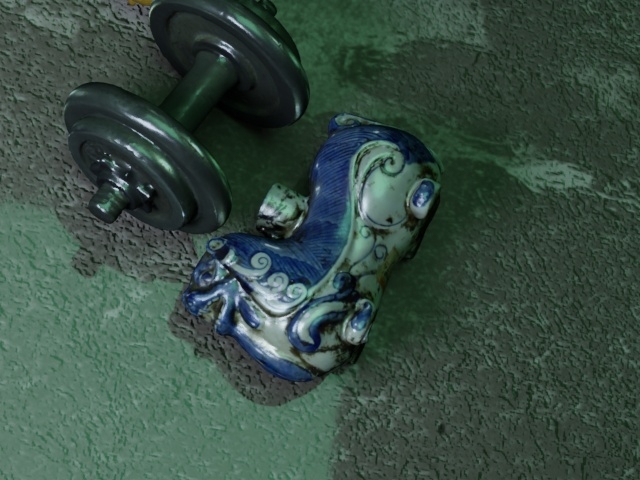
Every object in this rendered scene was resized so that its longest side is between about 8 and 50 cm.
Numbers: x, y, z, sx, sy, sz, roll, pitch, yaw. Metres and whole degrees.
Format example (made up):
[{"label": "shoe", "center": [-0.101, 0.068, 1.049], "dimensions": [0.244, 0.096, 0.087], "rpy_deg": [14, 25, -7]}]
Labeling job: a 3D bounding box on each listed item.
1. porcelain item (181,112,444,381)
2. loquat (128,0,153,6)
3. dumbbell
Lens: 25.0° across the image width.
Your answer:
[{"label": "porcelain item", "center": [0.000, 0.000, 1.443], "dimensions": [0.186, 0.138, 0.288], "rpy_deg": [27, 72, 7]}, {"label": "loquat", "center": [-0.164, -0.306, 1.485], "dimensions": [0.141, 0.141, 0.141], "rpy_deg": [4, 72, -14]}, {"label": "dumbbell", "center": [-0.129, -0.129, 1.410], "dimensions": [0.192, 0.192, 0.290], "rpy_deg": [37, 67, -1]}]
